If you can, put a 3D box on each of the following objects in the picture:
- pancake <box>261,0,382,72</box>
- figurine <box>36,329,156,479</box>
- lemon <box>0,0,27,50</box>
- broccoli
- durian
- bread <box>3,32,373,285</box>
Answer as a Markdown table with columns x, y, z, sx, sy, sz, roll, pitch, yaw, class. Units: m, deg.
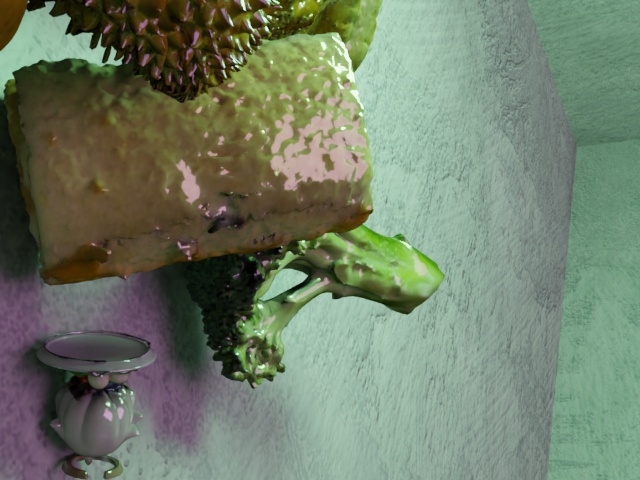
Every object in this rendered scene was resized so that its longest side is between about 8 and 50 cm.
| x | y | z | sx | sy | sz | roll | pitch | yaw | class |
| --- | --- | --- | --- | --- | --- | --- | --- | --- | --- |
| -0.029 | -0.323 | 1.385 | 0.387 | 0.082 | 0.387 | -36 | 152 | -23 | pancake |
| -0.248 | 0.188 | 1.078 | 0.132 | 0.132 | 0.154 | -14 | 112 | -63 | figurine |
| -0.362 | -0.246 | 0.763 | 0.320 | 0.245 | 0.245 | 50 | 22 | 16 | lemon |
| 0.004 | -0.030 | 1.355 | 0.397 | 0.275 | 0.353 | -10 | 126 | -26 | broccoli |
| -0.150 | -0.273 | 0.906 | 0.293 | 0.258 | 0.258 | 53 | 1 | 43 | durian |
| -0.140 | -0.089 | 1.079 | 0.375 | 0.165 | 0.237 | -9 | 89 | -19 | bread |
